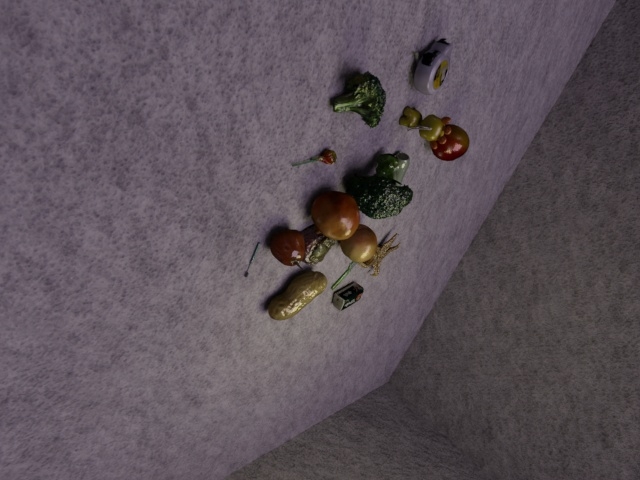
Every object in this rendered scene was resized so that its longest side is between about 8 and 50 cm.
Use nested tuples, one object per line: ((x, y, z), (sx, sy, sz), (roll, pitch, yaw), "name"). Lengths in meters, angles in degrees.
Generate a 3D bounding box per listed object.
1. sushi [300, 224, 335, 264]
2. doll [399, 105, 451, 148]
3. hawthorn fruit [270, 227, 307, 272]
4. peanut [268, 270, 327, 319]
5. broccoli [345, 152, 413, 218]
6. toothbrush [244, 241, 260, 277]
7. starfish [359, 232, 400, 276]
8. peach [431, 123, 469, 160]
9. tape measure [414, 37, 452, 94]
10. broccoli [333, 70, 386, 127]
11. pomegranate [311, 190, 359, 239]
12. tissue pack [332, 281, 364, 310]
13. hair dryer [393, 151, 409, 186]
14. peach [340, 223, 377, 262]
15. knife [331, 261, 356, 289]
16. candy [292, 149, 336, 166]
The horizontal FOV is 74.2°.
((-0.004, 0.015, 1.873), (0.241, 0.107, 0.161), (-28, 145, -33), "sushi")
((0.465, -0.500, 1.842), (0.135, 0.221, 0.143), (-9, 132, -52), "doll")
((-0.132, 0.042, 1.682), (0.149, 0.189, 0.149), (-1, 156, 0), "hawthorn fruit")
((-0.107, 0.247, 1.953), (0.319, 0.147, 0.147), (-34, 145, -16), "peanut")
((0.253, -0.229, 1.849), (0.297, 0.298, 0.297), (52, 44, -57), "broccoli")
((-0.269, 0.079, 1.683), (0.011, 0.014, 0.167), (5, 118, -43), "toothbrush")
((0.335, 0.069, 2.392), (0.302, 0.060, 0.299), (-39, 142, -14), "starfish")
((0.636, -0.487, 2.111), (0.197, 0.197, 0.197), (-32, 143, -28), "peach")
((0.452, -0.701, 1.740), (0.178, 0.105, 0.196), (-41, 149, -29), "tape measure")
((0.135, -0.496, 1.506), (0.194, 0.194, 0.219), (-43, 170, -14), "broccoli")
((0.062, -0.104, 1.740), (0.209, 0.209, 0.209), (-32, 143, -28), "pomegranate")
((0.154, 0.315, 2.380), (0.170, 0.090, 0.103), (-23, 141, -37), "tissue pack")
((0.312, -0.296, 2.013), (0.237, 0.075, 0.206), (-26, 147, -23), "hair dryer")
((0.188, 0.011, 2.042), (0.184, 0.184, 0.184), (-32, 143, -28), "peach")
((0.130, 0.183, 2.289), (0.212, 0.015, 0.054), (-48, 147, -6), "knife")
((-0.022, -0.300, 1.592), (0.201, 0.060, 0.060), (-19, 136, -31), "candy")
